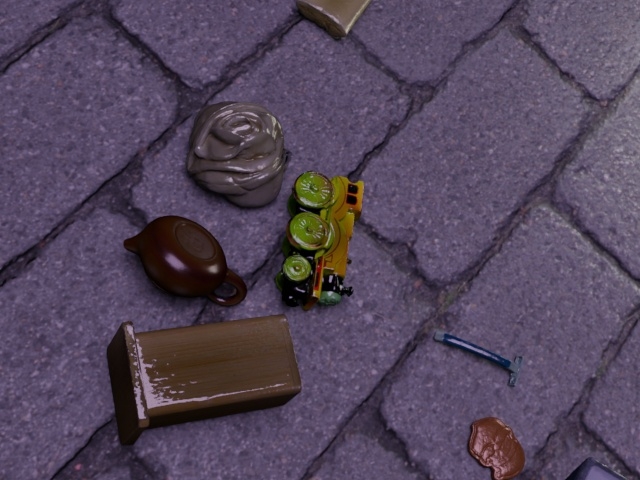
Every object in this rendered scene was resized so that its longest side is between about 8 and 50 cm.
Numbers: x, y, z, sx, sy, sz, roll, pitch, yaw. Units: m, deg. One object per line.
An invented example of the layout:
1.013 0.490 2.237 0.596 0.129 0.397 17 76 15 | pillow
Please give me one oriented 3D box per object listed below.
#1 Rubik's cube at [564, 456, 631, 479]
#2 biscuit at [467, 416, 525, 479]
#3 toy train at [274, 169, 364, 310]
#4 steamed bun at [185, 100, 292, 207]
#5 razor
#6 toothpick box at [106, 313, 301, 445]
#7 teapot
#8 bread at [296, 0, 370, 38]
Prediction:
0.490 0.610 1.684 0.304 0.301 0.305 30 63 12 | Rubik's cube
0.345 0.408 1.912 0.102 0.019 0.130 -31 78 -24 | biscuit
0.000 0.000 1.947 0.161 0.100 0.296 14 66 -11 | toy train
-0.158 -0.191 1.960 0.211 0.144 0.217 15 66 -8 | steamed bun
0.321 0.227 1.970 0.191 0.037 0.068 25 66 -3 | razor
-0.209 0.240 1.758 0.308 0.190 0.187 -6 69 -22 | toothpick box
-0.256 0.053 1.858 0.252 0.135 0.178 34 33 -18 | teapot
0.042 -0.555 2.207 0.139 0.060 0.178 35 64 0 | bread
